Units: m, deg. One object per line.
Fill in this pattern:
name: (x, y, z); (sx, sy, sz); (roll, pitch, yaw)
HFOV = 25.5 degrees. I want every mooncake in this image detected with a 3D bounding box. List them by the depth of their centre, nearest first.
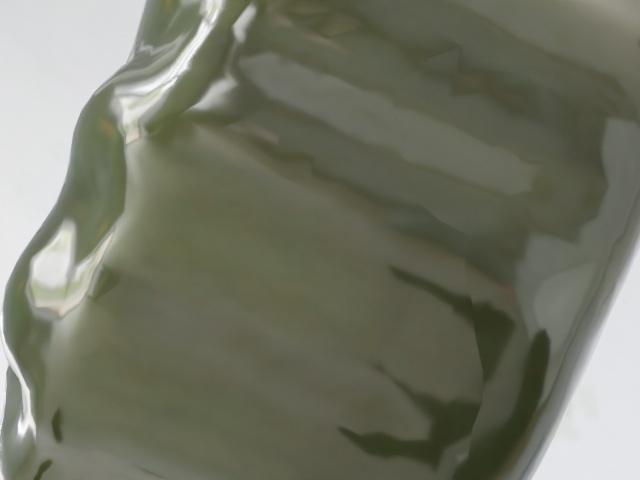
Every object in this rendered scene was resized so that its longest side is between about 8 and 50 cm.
mooncake: (0.000, 0.000, 0.556); (0.187, 0.351, 0.351); (25, -40, 3)
